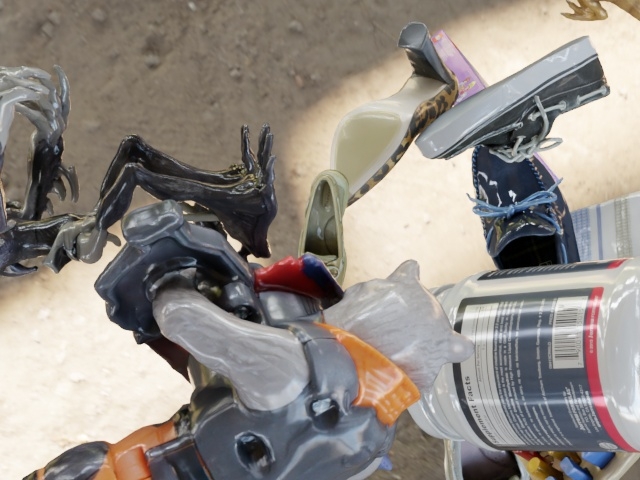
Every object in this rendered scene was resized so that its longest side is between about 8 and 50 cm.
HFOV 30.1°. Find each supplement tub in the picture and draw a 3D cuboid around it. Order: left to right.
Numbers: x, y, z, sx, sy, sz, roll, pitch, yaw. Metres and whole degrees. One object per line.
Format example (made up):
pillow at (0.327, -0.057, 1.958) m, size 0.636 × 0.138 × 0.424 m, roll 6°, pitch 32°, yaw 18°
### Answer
supplement tub at (0.235, 0.120, 1.217) m, size 0.272 × 0.191 × 0.191 m, roll -7°, pitch 68°, yaw 41°

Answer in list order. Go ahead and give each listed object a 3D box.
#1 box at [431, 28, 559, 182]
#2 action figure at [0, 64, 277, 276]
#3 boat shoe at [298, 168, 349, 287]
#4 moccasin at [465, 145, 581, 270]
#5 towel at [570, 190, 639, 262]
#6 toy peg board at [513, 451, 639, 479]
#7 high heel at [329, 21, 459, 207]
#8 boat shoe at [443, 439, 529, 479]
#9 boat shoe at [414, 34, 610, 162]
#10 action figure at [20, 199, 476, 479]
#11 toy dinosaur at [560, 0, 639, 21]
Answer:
box at (0.266, -0.205, 1.909) m, size 0.057 × 0.201 × 0.293 m, roll -38°, pitch 28°, yaw 12°
action figure at (-0.171, -0.041, 0.730) m, size 0.276 × 0.164 × 0.141 m, roll -3°, pitch 103°, yaw -11°
boat shoe at (0.002, 0.000, 1.305) m, size 0.056 × 0.048 × 0.153 m, roll 11°, pitch 103°, yaw 12°
moccasin at (0.293, -0.001, 1.625) m, size 0.138 × 0.117 × 0.342 m, roll -29°, pitch 69°, yaw 19°
towel at (0.429, 0.039, 1.808) m, size 0.285 × 0.034 × 0.209 m, roll -21°, pitch 56°, yaw 38°
toy peg board at (0.305, 0.241, 1.481) m, size 0.161 × 0.079 × 0.160 m, roll -52°, pitch 26°, yaw 13°
high heel at (0.101, -0.126, 1.525) m, size 0.093 × 0.186 × 0.261 m, roll 22°, pitch 78°, yaw 26°
boat shoe at (0.242, 0.325, 1.743) m, size 0.118 × 0.103 × 0.320 m, roll -17°, pitch 113°, yaw -2°
boat shoe at (0.251, -0.155, 1.500) m, size 0.306 × 0.113 × 0.105 m, roll -32°, pitch 97°, yaw -35°
action figure at (-0.039, 0.150, 0.718) m, size 0.330 × 0.341 × 0.178 m, roll -44°, pitch 49°, yaw 5°
toy dinosaur at (0.263, -0.231, 1.083) m, size 0.064 × 0.112 × 0.211 m, roll -43°, pitch 90°, yaw -3°
